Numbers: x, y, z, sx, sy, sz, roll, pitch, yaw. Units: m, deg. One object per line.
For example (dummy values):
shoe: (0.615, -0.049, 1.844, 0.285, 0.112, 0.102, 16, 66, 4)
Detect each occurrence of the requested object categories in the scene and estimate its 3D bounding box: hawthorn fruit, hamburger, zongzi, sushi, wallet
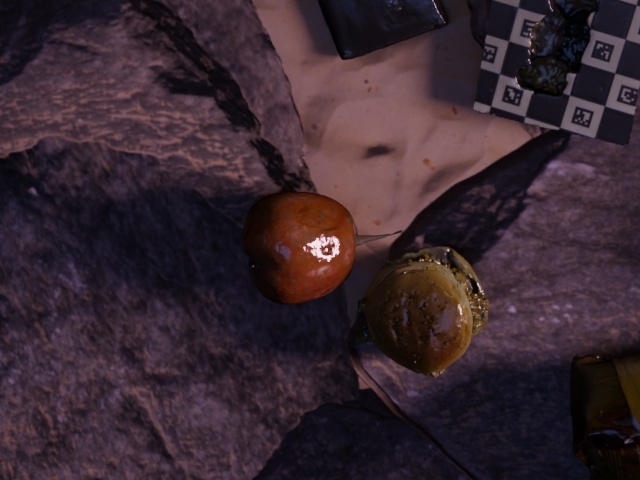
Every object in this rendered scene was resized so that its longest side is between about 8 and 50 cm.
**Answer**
hawthorn fruit: (-0.014, 0.011, 2.004, 0.189, 0.149, 0.149, 4, 116, -25)
hamburger: (0.120, 0.094, 1.991, 0.185, 0.131, 0.159, -27, 98, 26)
zongzi: (0.478, 0.270, 1.982, 0.289, 0.154, 0.317, -10, 127, 14)
sushi: (0.294, -0.238, 1.863, 0.192, 0.050, 0.215, 14, 118, 12)
wallet: (0.038, -0.365, 1.892, 0.146, 0.030, 0.285, -17, 107, 23)
